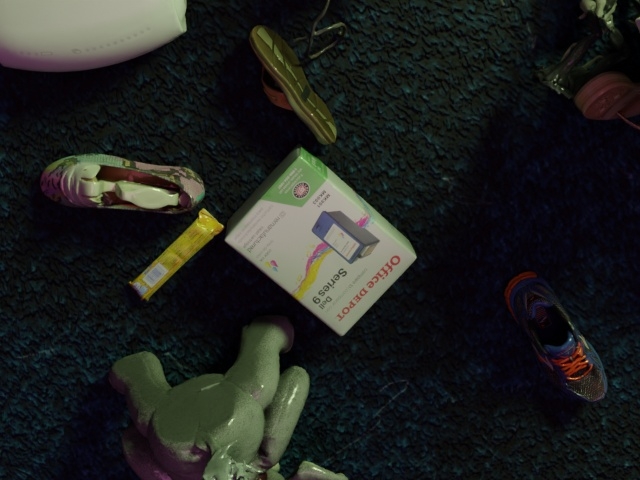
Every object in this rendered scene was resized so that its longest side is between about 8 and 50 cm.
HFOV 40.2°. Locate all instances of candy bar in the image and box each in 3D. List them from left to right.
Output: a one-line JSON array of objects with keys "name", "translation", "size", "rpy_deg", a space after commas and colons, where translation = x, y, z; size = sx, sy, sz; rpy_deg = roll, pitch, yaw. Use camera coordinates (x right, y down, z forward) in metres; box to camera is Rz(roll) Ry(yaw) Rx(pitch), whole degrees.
[{"name": "candy bar", "translation": [-0.204, 0.023, 1.218], "size": [0.161, 0.018, 0.040], "rpy_deg": [-43, 99, 11]}]

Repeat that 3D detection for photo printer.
[{"name": "photo printer", "translation": [-0.305, -0.362, 1.055], "size": [0.256, 0.107, 0.307], "rpy_deg": [-10, 106, 1]}]

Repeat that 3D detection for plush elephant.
[{"name": "plush elephant", "translation": [-0.115, 0.302, 1.189], "size": [0.272, 0.330, 0.255], "rpy_deg": [-20, 124, -3]}]

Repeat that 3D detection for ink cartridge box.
[{"name": "ink cartridge box", "translation": [0.000, 0.000, 1.179], "size": [0.212, 0.093, 0.154], "rpy_deg": [41, 101, -14]}]

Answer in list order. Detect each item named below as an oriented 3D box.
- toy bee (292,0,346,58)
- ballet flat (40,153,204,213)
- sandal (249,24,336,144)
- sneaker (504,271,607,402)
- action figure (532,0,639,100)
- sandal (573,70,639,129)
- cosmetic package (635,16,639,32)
[{"name": "toy bee", "translation": [0.028, -0.381, 1.035], "size": [0.298, 0.195, 0.162], "rpy_deg": [-38, 79, 20]}, {"name": "ballet flat", "translation": [-0.266, -0.070, 1.157], "size": [0.222, 0.079, 0.076], "rpy_deg": [5, 107, -3]}, {"name": "sandal", "translation": [-0.043, -0.195, 1.140], "size": [0.049, 0.072, 0.180], "rpy_deg": [-25, 111, 28]}, {"name": "sneaker", "translation": [0.336, 0.150, 1.235], "size": [0.083, 0.087, 0.221], "rpy_deg": [-37, 104, 9]}, {"name": "action figure", "translation": [0.385, -0.292, 1.073], "size": [0.164, 0.141, 0.275], "rpy_deg": [10, 114, -44]}, {"name": "sandal", "translation": [0.409, -0.158, 1.087], "size": [0.088, 0.240, 0.079], "rpy_deg": [-51, 59, 40]}, {"name": "cosmetic package", "translation": [0.515, -0.269, 0.958], "size": [0.197, 0.365, 0.155], "rpy_deg": [-13, 111, 44]}]
